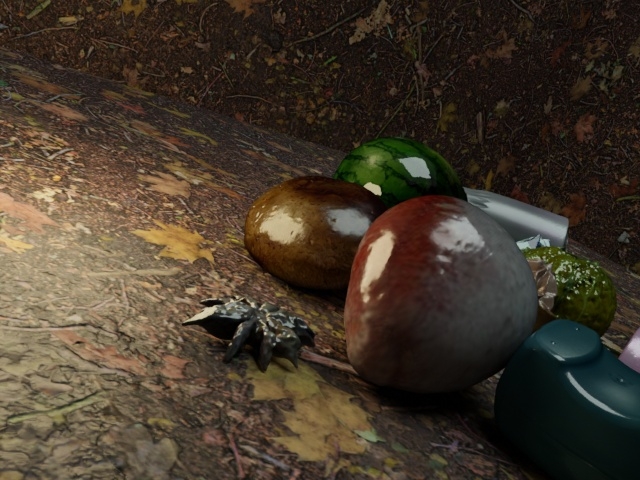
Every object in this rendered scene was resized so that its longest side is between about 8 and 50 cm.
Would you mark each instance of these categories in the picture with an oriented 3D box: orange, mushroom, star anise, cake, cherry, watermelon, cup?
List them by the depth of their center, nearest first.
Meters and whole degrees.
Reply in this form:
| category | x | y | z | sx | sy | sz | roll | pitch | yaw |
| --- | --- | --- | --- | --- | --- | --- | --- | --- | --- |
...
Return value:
| category | x | y | z | sx | sy | sz | roll | pitch | yaw |
| --- | --- | --- | --- | --- | --- | --- | --- | --- | --- |
| star anise | -0.099 | 0.125 | 0.959 | 0.204 | 0.061 | 0.181 | 19 | 16 | -8 |
| cherry | 0.198 | 0.103 | 1.045 | 0.326 | 0.291 | 0.335 | 33 | 50 | -22 |
| mushroom | 0.000 | -0.024 | 1.327 | 0.345 | 0.239 | 0.345 | 2 | -1 | 0 |
| cake | 0.452 | 0.113 | 1.452 | 0.185 | 0.178 | 0.207 | 34 | 0 | -31 |
| watermelon | 0.187 | -0.096 | 1.593 | 0.363 | 0.363 | 0.363 | 21 | 16 | -6 |
| orange | 0.613 | 0.128 | 1.632 | 0.300 | 0.223 | 0.301 | 18 | 14 | -34 |
| cup | 0.569 | -0.015 | 1.984 | 0.371 | 0.253 | 0.253 | 24 | 16 | 10 |

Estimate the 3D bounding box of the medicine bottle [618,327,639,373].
| category | x | y | z | sx | sy | sz | roll | pitch | yaw |
| --- | --- | --- | --- | --- | --- | --- | --- | --- | --- |
| medicine bottle | 0.668 | 0.313 | 1.117 | 0.315 | 0.202 | 0.202 | 31 | 18 | 27 |

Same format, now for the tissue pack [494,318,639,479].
| category | x | y | z | sx | sy | sz | roll | pitch | yaw |
| --- | --- | --- | --- | --- | --- | --- | --- | --- | --- |
| tissue pack | 0.405 | 0.271 | 0.927 | 0.287 | 0.206 | 0.198 | 31 | 27 | 34 |

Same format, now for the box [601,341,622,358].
| category | x | y | z | sx | sy | sz | roll | pitch | yaw |
| --- | --- | --- | --- | --- | --- | --- | --- | --- | --- |
| box | 0.663 | 0.300 | 1.319 | 0.220 | 0.064 | 0.141 | 28 | -11 | 26 |

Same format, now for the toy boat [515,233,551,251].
| category | x | y | z | sx | sy | sz | roll | pitch | yaw |
| --- | --- | --- | --- | --- | --- | --- | --- | --- | --- |
| toy boat | 0.528 | 0.050 | 1.815 | 0.291 | 0.067 | 0.221 | -13 | 58 | -12 |
